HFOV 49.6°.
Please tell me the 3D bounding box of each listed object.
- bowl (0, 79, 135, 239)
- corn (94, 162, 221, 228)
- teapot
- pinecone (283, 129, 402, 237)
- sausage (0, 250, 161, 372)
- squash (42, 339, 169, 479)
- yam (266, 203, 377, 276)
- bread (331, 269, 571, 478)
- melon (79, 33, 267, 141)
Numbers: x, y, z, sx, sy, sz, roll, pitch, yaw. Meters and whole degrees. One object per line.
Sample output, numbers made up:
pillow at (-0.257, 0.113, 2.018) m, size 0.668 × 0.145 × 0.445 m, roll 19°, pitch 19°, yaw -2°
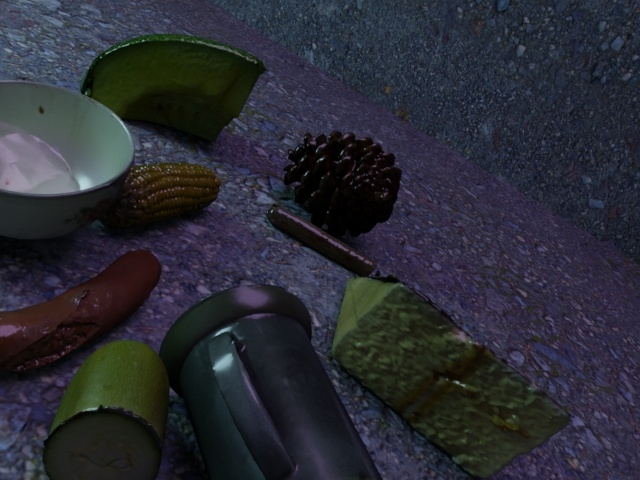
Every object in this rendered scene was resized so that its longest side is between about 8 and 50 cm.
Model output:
bowl at (-0.415, -0.099, 0.991) m, size 0.277 × 0.145 × 0.277 m, roll 16°, pitch 38°, yaw -13°
corn at (-0.281, -0.086, 1.223) m, size 0.115 × 0.115 × 0.318 m, roll 38°, pitch 23°, yaw 13°
teapot at (-0.050, 0.213, 0.751) m, size 0.337 × 0.200 × 0.270 m, roll 58°, pitch -9°, yaw 43°
pinecone at (0.047, -0.134, 1.599) m, size 0.244 × 0.244 × 0.309 m, roll 4°, pitch 25°, yaw -49°
sausage at (-0.306, 0.088, 0.876) m, size 0.087 × 0.079 × 0.326 m, roll 46°, pitch 25°, yaw 3°
squash at (-0.223, 0.176, 0.757) m, size 0.123 × 0.123 × 0.186 m, roll 24°, pitch 22°, yaw -18°
yam at (0.000, 0.000, 1.485) m, size 0.264 × 0.046 × 0.046 m, roll 29°, pitch 23°, yaw -7°
bread at (0.207, 0.165, 1.209) m, size 0.346 × 0.242 × 0.405 m, roll 35°, pitch 26°, yaw 0°
melon at (-0.346, -0.350, 1.566) m, size 0.344 × 0.226 × 0.331 m, roll 20°, pitch -13°, yaw -29°
